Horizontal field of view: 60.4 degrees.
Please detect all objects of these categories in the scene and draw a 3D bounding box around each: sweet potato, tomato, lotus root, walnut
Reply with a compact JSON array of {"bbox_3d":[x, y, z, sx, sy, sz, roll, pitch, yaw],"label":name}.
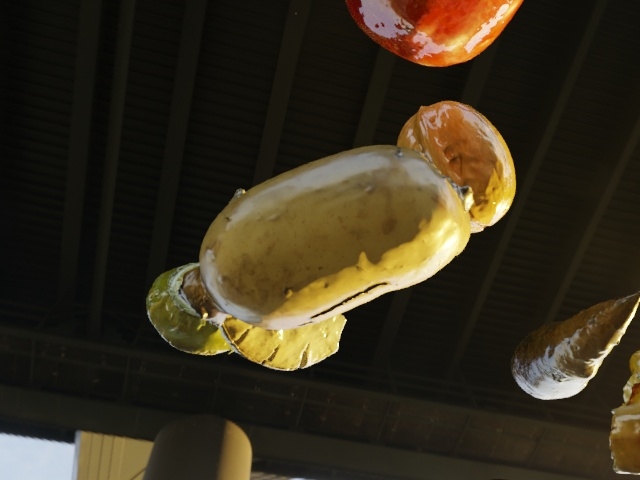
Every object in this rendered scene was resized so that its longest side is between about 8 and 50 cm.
[{"bbox_3d":[0.413,0.191,0.931,0.130,0.130,0.422,-9,-26,1],"label":"sweet potato"},{"bbox_3d":[0.137,-0.317,0.662,0.232,0.232,0.188,43,-111,-17],"label":"tomato"},{"bbox_3d":[0.000,0.000,0.514,0.284,0.160,0.146,-25,-110,5],"label":"lotus root"},{"bbox_3d":[0.199,-0.109,0.822,0.159,0.159,0.206,-27,-93,8],"label":"walnut"}]

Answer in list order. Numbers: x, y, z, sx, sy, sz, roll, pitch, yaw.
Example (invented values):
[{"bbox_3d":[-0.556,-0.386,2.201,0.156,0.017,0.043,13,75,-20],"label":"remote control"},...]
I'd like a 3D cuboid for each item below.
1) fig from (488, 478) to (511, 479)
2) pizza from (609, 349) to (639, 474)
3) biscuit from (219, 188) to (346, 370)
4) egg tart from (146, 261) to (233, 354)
[{"bbox_3d":[0.210,0.310,0.556,0.175,0.175,0.207,18,-74,-10],"label":"fig"},{"bbox_3d":[0.342,0.091,0.388,0.323,0.223,0.089,-13,-100,6],"label":"pizza"},{"bbox_3d":[-0.065,0.083,0.702,0.141,0.038,0.290,-45,-55,-15],"label":"biscuit"},{"bbox_3d":[-0.208,0.107,0.960,0.197,0.197,0.078,13,-46,-8],"label":"egg tart"}]
